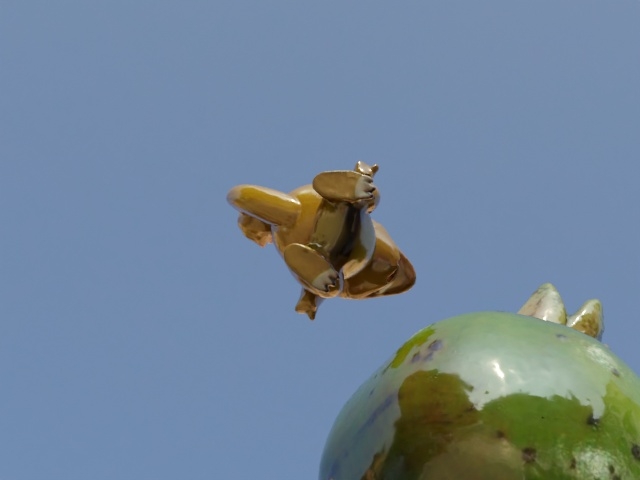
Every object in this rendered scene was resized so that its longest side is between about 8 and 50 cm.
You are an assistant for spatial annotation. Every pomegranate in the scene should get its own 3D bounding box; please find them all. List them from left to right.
[{"bbox_3d":[0.120,0.135,0.994,0.236,0.302,0.236,6,-54,8],"label":"pomegranate"}]

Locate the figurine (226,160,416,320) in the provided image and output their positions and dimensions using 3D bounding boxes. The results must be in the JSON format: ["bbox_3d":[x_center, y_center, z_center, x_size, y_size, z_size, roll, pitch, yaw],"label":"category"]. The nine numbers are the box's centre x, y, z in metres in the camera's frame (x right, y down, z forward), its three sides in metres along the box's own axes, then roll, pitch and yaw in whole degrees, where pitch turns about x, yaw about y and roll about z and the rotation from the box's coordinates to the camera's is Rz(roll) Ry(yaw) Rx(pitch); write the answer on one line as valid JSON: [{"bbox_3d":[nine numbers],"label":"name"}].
[{"bbox_3d":[-0.003,-0.001,1.131,0.122,0.176,0.121,18,-99,24],"label":"figurine"}]
